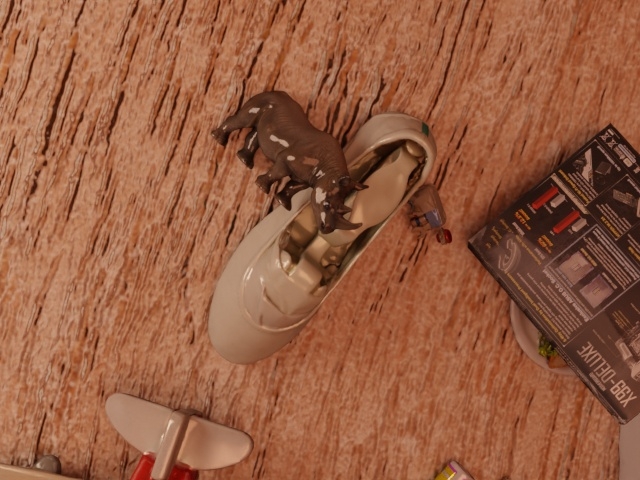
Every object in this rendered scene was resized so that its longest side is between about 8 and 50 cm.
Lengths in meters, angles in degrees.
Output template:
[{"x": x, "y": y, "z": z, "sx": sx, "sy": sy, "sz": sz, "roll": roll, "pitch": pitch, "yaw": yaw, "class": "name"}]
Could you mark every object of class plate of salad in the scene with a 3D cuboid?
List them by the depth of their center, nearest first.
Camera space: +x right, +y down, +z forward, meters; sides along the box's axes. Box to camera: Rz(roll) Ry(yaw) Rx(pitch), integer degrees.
[{"x": 0.356, "y": 0.090, "z": 1.506, "sx": 0.200, "sy": 0.048, "sz": 0.199, "roll": -1, "pitch": 100, "yaw": -8, "class": "plate of salad"}]

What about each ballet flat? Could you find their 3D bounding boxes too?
[{"x": 0.000, "y": 0.000, "z": 1.394, "sx": 0.139, "sy": 0.139, "sz": 0.400, "roll": 41, "pitch": 92, "yaw": -13, "class": "ballet flat"}]

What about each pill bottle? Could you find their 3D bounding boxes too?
[{"x": 0.170, "y": 0.345, "z": 1.524, "sx": 0.043, "sy": 0.043, "sz": 0.083, "roll": 44, "pitch": 91, "yaw": -13, "class": "pill bottle"}]

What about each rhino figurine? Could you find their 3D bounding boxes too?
[{"x": -0.026, "y": -0.094, "z": 1.349, "sx": 0.106, "sy": 0.073, "sz": 0.243, "roll": -48, "pitch": 59, "yaw": 7, "class": "rhino figurine"}]

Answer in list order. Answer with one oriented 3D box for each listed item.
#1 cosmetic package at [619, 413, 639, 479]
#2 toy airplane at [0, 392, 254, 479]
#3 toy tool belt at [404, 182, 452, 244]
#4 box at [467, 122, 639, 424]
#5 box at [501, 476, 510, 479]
[{"x": 0.656, "y": 0.293, "z": 1.529, "sx": 0.453, "sy": 0.161, "sz": 0.230, "roll": 0, "pitch": 99, "yaw": -8, "class": "cosmetic package"}, {"x": -0.222, "y": 0.387, "z": 1.389, "sx": 0.384, "sy": 0.272, "sz": 0.386, "roll": -25, "pitch": 66, "yaw": -14, "class": "toy airplane"}, {"x": 0.136, "y": -0.030, "z": 1.457, "sx": 0.051, "sy": 0.052, "sz": 0.083, "roll": -16, "pitch": 100, "yaw": 26, "class": "toy tool belt"}, {"x": 0.379, "y": 0.043, "z": 1.428, "sx": 0.242, "sy": 0.076, "sz": 0.307, "roll": -40, "pitch": 79, "yaw": 0, "class": "box"}, {"x": 0.232, "y": 0.454, "z": 1.564, "sx": 0.201, "sy": 0.021, "sz": 0.164, "roll": -39, "pitch": 103, "yaw": 0, "class": "box"}]
